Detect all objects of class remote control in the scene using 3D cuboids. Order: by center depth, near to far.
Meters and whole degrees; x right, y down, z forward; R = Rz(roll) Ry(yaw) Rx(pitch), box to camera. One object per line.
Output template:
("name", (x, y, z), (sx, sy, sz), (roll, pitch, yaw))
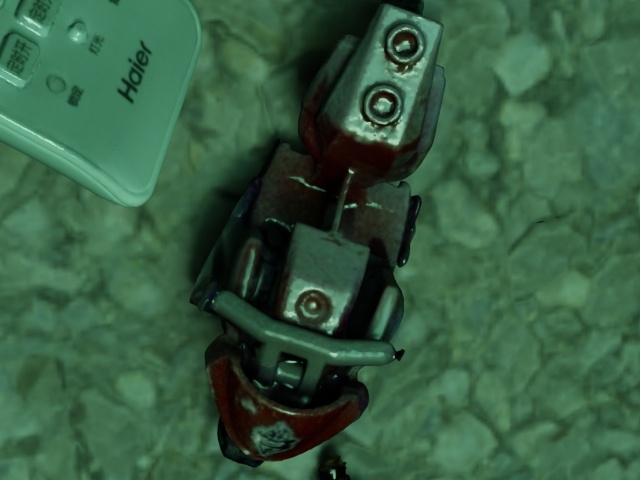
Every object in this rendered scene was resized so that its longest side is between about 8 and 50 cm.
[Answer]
("remote control", (-0.177, -0.115, 0.573), (0.293, 0.051, 0.103), (31, 53, -23))

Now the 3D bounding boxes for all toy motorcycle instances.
("toy motorcycle", (-0.001, 0.000, 0.636), (0.082, 0.122, 0.213), (18, 98, -8))

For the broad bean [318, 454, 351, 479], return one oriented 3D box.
("broad bean", (-0.034, 0.190, 0.716), (0.061, 0.046, 0.195), (40, 85, -11))
